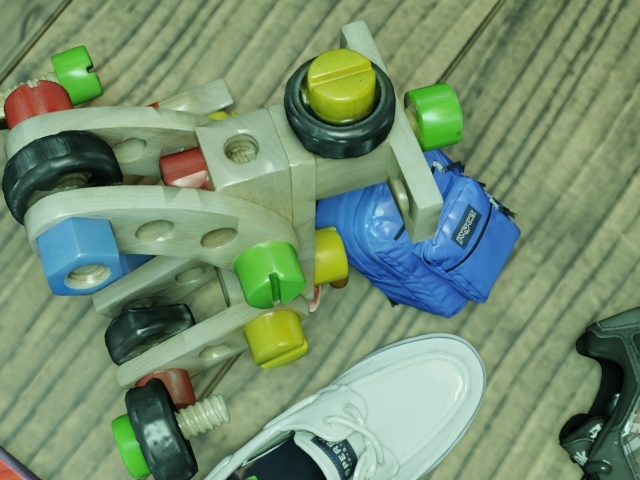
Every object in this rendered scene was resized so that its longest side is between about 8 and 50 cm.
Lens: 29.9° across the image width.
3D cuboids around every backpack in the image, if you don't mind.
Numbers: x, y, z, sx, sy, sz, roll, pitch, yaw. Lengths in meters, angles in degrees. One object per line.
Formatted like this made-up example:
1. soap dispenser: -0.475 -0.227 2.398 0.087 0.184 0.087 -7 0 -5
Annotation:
1. backpack: 0.066 -0.017 0.793 0.120 0.101 0.098 38 70 -34

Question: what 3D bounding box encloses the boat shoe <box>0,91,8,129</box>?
1. boat shoe: -0.251 -0.100 0.814 0.135 0.050 0.045 0 86 -6

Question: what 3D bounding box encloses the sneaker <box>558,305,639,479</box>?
1. sneaker: 0.229 0.170 0.802 0.135 0.097 0.276 -4 84 0

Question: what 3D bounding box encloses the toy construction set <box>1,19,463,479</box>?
1. toy construction set: -0.045 -0.033 0.715 0.237 0.309 0.258 -23 128 -6

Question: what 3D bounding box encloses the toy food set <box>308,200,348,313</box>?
1. toy food set: 0.000 0.000 0.841 0.077 0.019 0.122 26 78 -2

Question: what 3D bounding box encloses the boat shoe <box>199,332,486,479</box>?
1. boat shoe: 0.007 0.147 0.784 0.258 0.084 0.095 -37 86 -11

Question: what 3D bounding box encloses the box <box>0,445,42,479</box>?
1. box: -0.321 0.168 0.757 0.293 0.057 0.201 40 79 1
